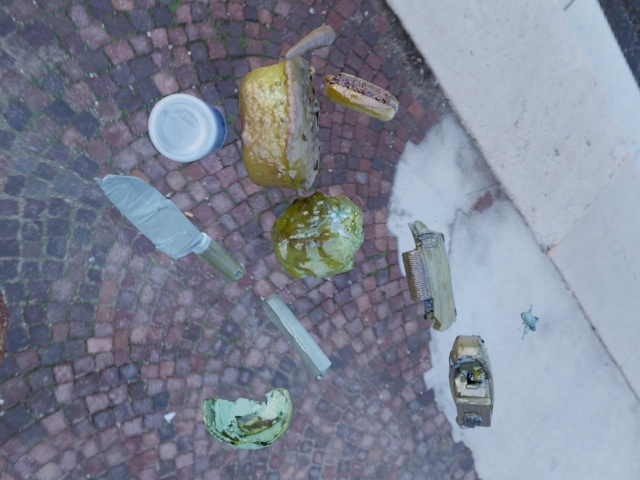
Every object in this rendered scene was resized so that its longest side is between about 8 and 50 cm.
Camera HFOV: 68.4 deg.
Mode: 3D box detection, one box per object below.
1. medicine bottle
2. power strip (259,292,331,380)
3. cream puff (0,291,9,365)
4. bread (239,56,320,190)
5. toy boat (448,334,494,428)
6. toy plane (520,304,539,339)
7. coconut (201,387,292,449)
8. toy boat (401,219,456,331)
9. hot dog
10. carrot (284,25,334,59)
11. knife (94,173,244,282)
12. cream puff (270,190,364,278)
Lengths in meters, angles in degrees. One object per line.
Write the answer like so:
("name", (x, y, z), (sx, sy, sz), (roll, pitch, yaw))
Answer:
("medicine bottle", (-0.215, -0.189, 0.797), (0.102, 0.187, 0.103), (-1, 102, -3))
("power strip", (-0.072, 0.264, 1.326), (0.048, 0.080, 0.286), (-35, 81, -32))
("cream puff", (-0.331, 0.042, 0.327), (0.240, 0.240, 0.164), (49, 56, -20))
("bread", (-0.107, -0.319, 1.303), (0.204, 0.337, 0.359), (0, 87, 4))
("toy boat", (0.309, 0.305, 0.961), (0.321, 0.088, 0.122), (68, 27, -44))
("toy plane", (0.447, 0.171, 1.007), (0.080, 0.033, 0.083), (-64, 146, -17))
("coconut", (-0.123, 0.301, 0.788), (0.157, 0.133, 0.055), (9, 117, -19))
("toy boat", (0.291, 0.097, 1.290), (0.115, 0.089, 0.311), (-9, 91, -6))
("hot dog", (0.110, -0.427, 1.373), (0.249, 0.076, 0.102), (28, 73, 17))
("carrot", (-0.026, -0.463, 1.109), (0.048, 0.048, 0.216), (59, 44, -17))
("knife", (-0.144, 0.002, 0.507), (0.047, 0.298, 0.017), (-44, 68, -8))
("cream puff", (0.002, 0.001, 1.287), (0.281, 0.281, 0.185), (-35, 131, -17))
